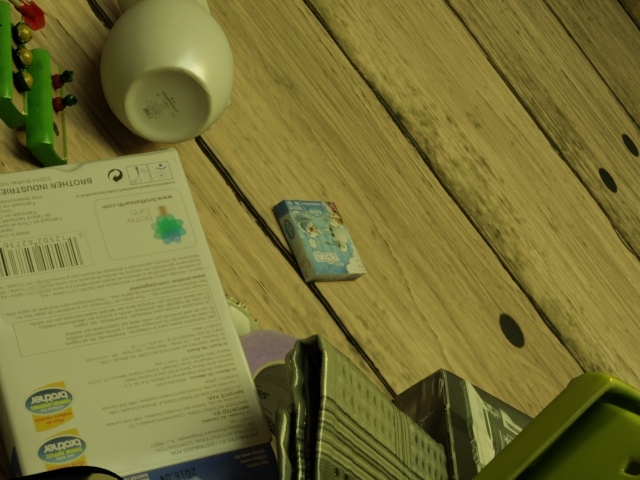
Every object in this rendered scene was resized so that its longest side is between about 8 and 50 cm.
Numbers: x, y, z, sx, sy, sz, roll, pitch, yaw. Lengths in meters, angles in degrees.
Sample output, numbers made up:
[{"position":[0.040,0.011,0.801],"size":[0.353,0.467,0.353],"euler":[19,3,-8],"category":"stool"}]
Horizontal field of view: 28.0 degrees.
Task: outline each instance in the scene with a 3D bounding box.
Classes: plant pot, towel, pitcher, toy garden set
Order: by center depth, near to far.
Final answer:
[{"position":[0.033,0.258,0.962],"size":[0.324,0.056,0.312],"euler":[49,37,-57],"category":"towel"},{"position":[-0.267,-0.209,1.073],"size":[0.244,0.049,0.204],"euler":[57,19,-55],"category":"toy garden set"},{"position":[0.259,0.253,1.091],"size":[0.227,0.228,0.207],"euler":[29,18,-48],"category":"plant pot"},{"position":[-0.135,-0.166,1.261],"size":[0.178,0.125,0.207],"euler":[52,16,-33],"category":"pitcher"}]

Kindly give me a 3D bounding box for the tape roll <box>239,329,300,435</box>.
[{"position":[-0.040,0.176,1.083],"size":[0.189,0.080,0.189],"euler":[35,36,-30],"category":"tape roll"}]

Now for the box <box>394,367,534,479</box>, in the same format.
[{"position":[0.212,0.298,1.303],"size":[0.307,0.076,0.242],"euler":[31,38,-32],"category":"box"}]

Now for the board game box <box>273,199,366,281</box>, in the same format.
[{"position":[0.000,0.000,1.360],"size":[0.090,0.020,0.090],"euler":[-1,62,-53],"category":"board game box"}]

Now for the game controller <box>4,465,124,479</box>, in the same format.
[{"position":[-0.227,0.234,0.740],"size":[0.319,0.067,0.166],"euler":[-7,63,-40],"category":"game controller"}]

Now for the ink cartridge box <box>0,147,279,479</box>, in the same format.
[{"position":[-0.156,0.083,0.965],"size":[0.185,0.065,0.311],"euler":[-10,62,-24],"category":"ink cartridge box"}]

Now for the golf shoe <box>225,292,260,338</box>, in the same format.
[{"position":[-0.130,0.075,1.091],"size":[0.176,0.069,0.086],"euler":[23,60,-33],"category":"golf shoe"}]
